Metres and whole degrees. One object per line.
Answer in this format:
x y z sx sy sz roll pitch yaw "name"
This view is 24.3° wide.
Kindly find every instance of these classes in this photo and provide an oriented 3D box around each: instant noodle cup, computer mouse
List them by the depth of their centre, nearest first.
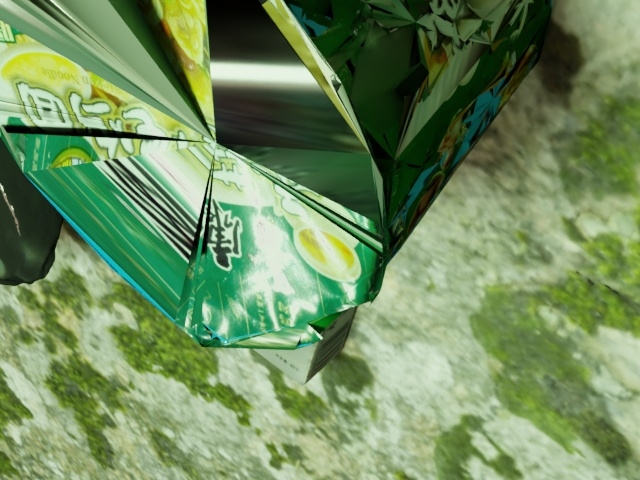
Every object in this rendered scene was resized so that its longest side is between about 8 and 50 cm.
-0.016 -0.094 0.658 0.240 0.178 0.240 27 140 25 "instant noodle cup"
-0.221 -0.076 0.969 0.122 0.073 0.217 0 118 42 "computer mouse"

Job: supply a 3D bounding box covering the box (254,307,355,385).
0.000 0.000 0.851 0.055 0.039 0.218 35 142 17 "box"
